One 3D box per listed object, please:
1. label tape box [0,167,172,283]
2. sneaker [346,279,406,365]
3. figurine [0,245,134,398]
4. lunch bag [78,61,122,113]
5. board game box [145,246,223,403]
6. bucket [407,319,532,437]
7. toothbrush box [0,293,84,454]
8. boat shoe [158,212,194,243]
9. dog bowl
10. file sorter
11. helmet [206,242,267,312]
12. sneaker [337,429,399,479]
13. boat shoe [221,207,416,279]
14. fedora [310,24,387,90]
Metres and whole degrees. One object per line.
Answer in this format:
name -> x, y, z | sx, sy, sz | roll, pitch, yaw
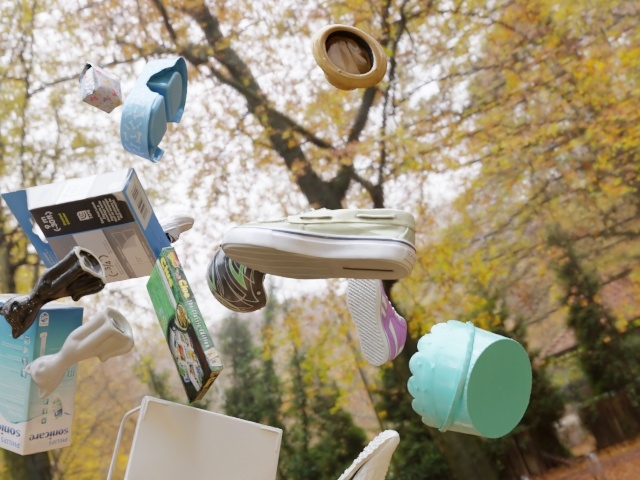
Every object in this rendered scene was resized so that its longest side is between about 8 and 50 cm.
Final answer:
label tape box -> -0.538, -0.015, 1.872 | 0.334, 0.106, 0.240 | -10, -53, 13
sneaker -> 0.160, 0.189, 2.266 | 0.102, 0.282, 0.161 | -7, 3, 36
figurine -> -0.470, 0.154, 1.504 | 0.209, 0.215, 0.092 | -33, -19, 7
lunch bag -> -0.422, -0.295, 1.588 | 0.053, 0.083, 0.071 | -26, -30, 30
board game box -> -0.255, 0.155, 1.527 | 0.030, 0.259, 0.136 | -10, -28, -32
bucket -> 0.367, 0.340, 2.013 | 0.281, 0.281, 0.183 | -8, 8, -38
toothbrush box -> -0.620, 0.269, 1.716 | 0.216, 0.295, 0.126 | 6, 0, 33
boat shoe -> -0.378, -0.019, 2.023 | 0.184, 0.063, 0.066 | -12, -32, -47
dog bowl -> -0.384, -0.309, 1.915 | 0.074, 0.297, 0.166 | 9, -44, 5
file sorter -> -0.244, 0.434, 1.569 | 0.278, 0.192, 0.173 | 19, -27, -22
helmet -> -0.193, 0.090, 2.000 | 0.169, 0.161, 0.169 | 19, -28, 11
sneaker -> 0.130, 0.576, 2.073 | 0.235, 0.095, 0.090 | -51, -6, 12
boat shoe -> 0.000, 0.000, 1.252 | 0.302, 0.094, 0.109 | 4, -28, 16
fedora -> 0.057, -0.404, 1.887 | 0.194, 0.194, 0.079 | -13, -27, -26
